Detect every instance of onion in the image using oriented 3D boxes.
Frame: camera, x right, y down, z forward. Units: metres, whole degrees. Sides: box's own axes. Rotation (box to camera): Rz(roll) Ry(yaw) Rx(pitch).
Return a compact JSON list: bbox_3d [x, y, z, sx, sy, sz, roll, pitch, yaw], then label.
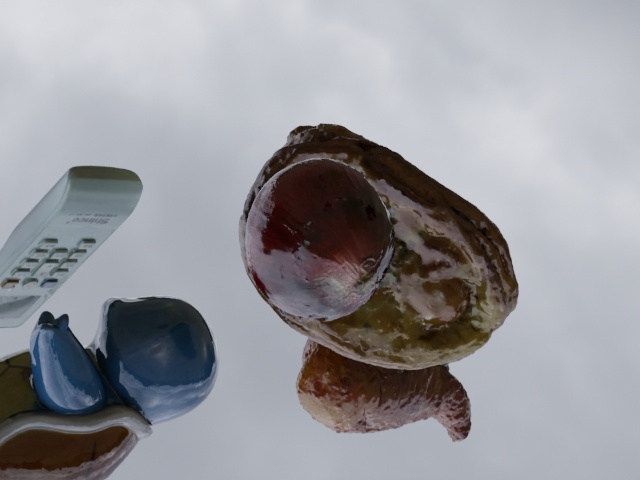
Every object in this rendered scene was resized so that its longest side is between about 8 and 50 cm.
[{"bbox_3d":[0.000,0.000,1.413,0.131,0.131,0.131,25,-152,-15],"label":"onion"}]

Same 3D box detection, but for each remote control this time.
[{"bbox_3d":[-0.180,0.006,1.135,0.061,0.162,0.029,3,-126,-46],"label":"remote control"}]

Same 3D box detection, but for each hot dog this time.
[{"bbox_3d":[0.051,0.011,1.648,0.272,0.196,0.122,34,-163,11],"label":"hot dog"}]

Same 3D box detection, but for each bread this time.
[{"bbox_3d":[0.082,0.142,1.884,0.269,0.139,0.095,9,171,-38],"label":"bread"}]

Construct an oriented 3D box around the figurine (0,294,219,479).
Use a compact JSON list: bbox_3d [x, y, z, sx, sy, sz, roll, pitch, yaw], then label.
[{"bbox_3d":[-0.300,0.187,1.755,0.243,0.416,0.298,40,168,7],"label":"figurine"}]
